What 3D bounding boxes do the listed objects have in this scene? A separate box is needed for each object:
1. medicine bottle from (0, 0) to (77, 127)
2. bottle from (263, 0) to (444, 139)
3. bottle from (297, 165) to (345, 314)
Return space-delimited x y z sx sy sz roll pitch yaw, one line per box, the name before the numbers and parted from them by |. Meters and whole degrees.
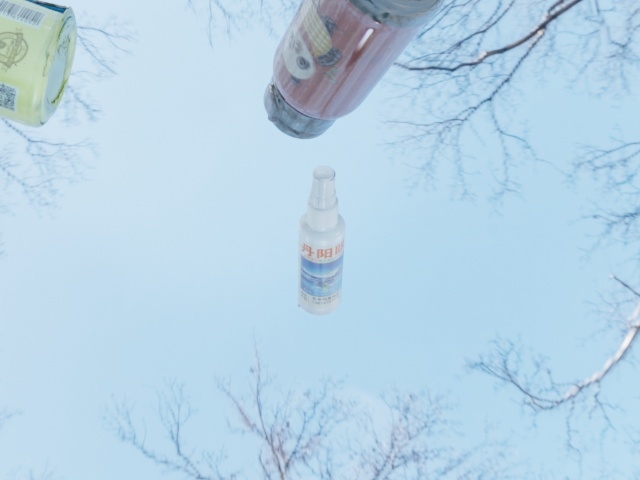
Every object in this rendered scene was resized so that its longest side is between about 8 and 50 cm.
medicine bottle | -0.363 -0.198 0.911 0.239 0.124 0.124 18 -84 -6
bottle | 0.027 -0.242 1.188 0.144 0.336 0.144 9 -118 -18
bottle | 0.000 0.000 1.151 0.060 0.060 0.217 -4 -46 -5
